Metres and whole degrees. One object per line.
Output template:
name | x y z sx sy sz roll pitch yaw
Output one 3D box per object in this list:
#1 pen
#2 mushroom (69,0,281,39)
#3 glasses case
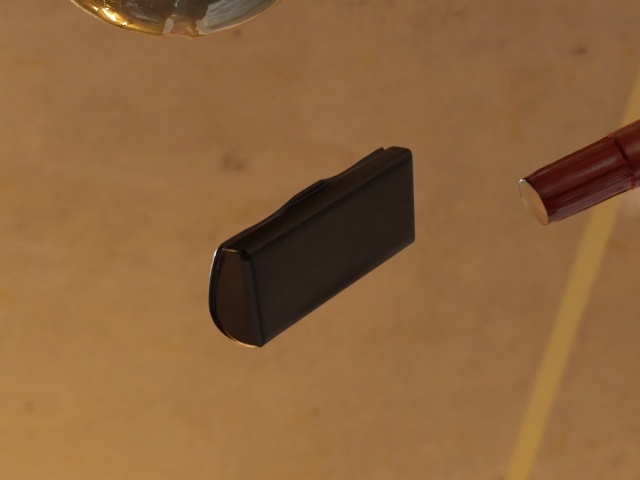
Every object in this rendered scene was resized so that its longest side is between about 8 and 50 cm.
pen | 0.198 -0.065 0.831 0.239 0.028 0.028 -25 -41 -6
mushroom | -0.105 -0.268 1.420 0.255 0.184 0.254 -5 -71 -15
glasses case | -0.001 0.000 1.224 0.042 0.191 0.072 19 -59 29
